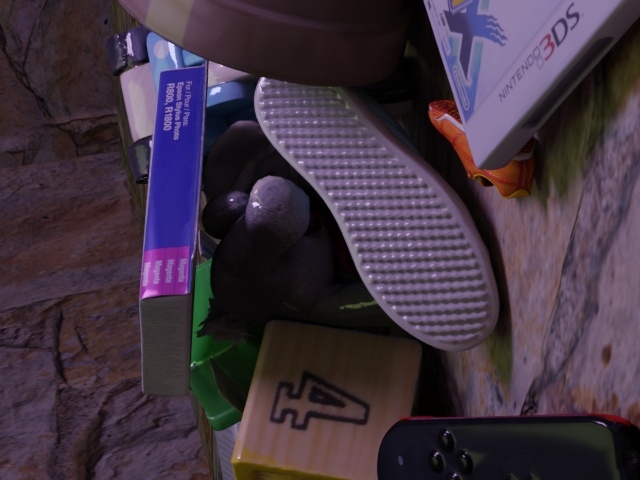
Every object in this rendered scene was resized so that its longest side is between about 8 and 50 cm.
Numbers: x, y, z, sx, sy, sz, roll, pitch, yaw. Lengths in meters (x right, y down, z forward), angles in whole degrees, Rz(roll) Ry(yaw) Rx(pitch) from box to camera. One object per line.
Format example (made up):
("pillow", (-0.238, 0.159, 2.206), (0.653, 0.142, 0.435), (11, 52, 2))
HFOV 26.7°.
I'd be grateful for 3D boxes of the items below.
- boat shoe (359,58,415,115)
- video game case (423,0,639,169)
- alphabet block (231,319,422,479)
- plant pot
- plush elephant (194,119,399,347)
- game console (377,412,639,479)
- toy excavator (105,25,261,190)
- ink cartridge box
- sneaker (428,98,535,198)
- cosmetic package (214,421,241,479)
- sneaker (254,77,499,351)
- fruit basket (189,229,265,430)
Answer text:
("boat shoe", (0.044, -0.198, 1.588), (0.228, 0.081, 0.068), (-148, 50, -62))
("video game case", (0.152, -0.269, 1.115), (0.300, 0.036, 0.329), (125, 134, -60))
("alphabet block", (0.013, 0.233, 1.600), (0.192, 0.193, 0.197), (84, -164, -53))
("plant pot", (-0.029, -0.353, 1.393), (0.323, 0.323, 0.280), (-118, 39, -51))
("plush elephant", (-0.023, -0.024, 1.654), (0.330, 0.272, 0.255), (-30, 37, 49))
("game console", (0.189, 0.349, 1.235), (0.342, 0.060, 0.386), (-12, 88, 58))
("toy excavator", (-0.102, -0.240, 1.904), (0.433, 0.445, 0.222), (2, -106, -62))
("ink cartridge box", (-0.176, -0.029, 1.608), (0.330, 0.071, 0.324), (99, 172, -57))
("sneaker", (0.146, -0.090, 1.281), (0.175, 0.064, 0.067), (-123, 31, -58))
("cosmetic package", (-0.087, 0.312, 2.279), (0.230, 0.161, 0.453), (174, 86, -76))
("sneaker", (0.082, -0.047, 1.440), (0.366, 0.135, 0.150), (57, -159, 12))
("fruit basket", (-0.069, 0.194, 1.908), (0.353, 0.165, 0.327), (55, -164, -40))
